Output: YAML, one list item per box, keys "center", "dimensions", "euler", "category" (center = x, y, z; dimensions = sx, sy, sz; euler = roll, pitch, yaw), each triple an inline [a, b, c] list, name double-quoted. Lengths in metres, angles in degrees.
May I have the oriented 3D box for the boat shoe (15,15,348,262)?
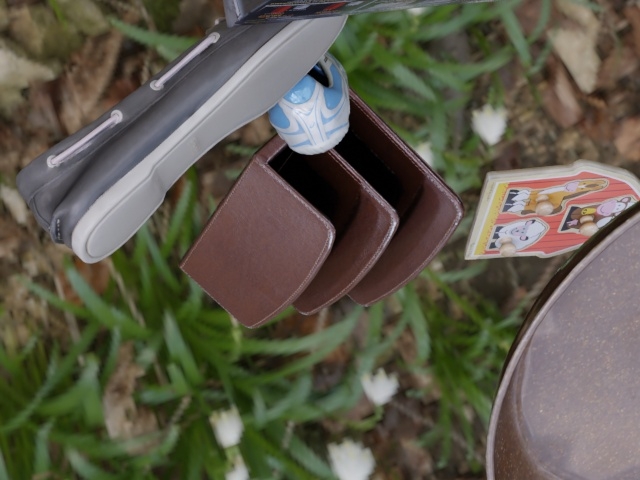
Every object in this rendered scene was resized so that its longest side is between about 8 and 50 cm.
- center: [-0.115, -0.125, 1.242]
  dimensions: [0.335, 0.095, 0.112]
  euler: [-44, 165, -16]
  category: "boat shoe"

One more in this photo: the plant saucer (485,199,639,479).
- center: [0.146, 0.046, 0.563]
  dimensions: [0.199, 0.036, 0.198]
  euler: [-11, 124, -18]
  category: "plant saucer"

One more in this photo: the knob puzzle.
- center: [0.258, -0.023, 1.533]
  dimensions: [0.213, 0.030, 0.213]
  euler: [-7, 151, -4]
  category: "knob puzzle"

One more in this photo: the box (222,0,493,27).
- center: [0.094, -0.222, 1.093]
  dimensions: [0.308, 0.076, 0.242]
  euler: [-8, -177, -13]
  category: "box"

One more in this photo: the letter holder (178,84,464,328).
- center: [0.000, 0.000, 1.648]
  dimensions: [0.152, 0.214, 0.302]
  euler: [-45, 178, -31]
  category: "letter holder"

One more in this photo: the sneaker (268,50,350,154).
- center: [-0.017, -0.161, 1.430]
  dimensions: [0.085, 0.237, 0.086]
  euler: [-15, 115, 0]
  category: "sneaker"
